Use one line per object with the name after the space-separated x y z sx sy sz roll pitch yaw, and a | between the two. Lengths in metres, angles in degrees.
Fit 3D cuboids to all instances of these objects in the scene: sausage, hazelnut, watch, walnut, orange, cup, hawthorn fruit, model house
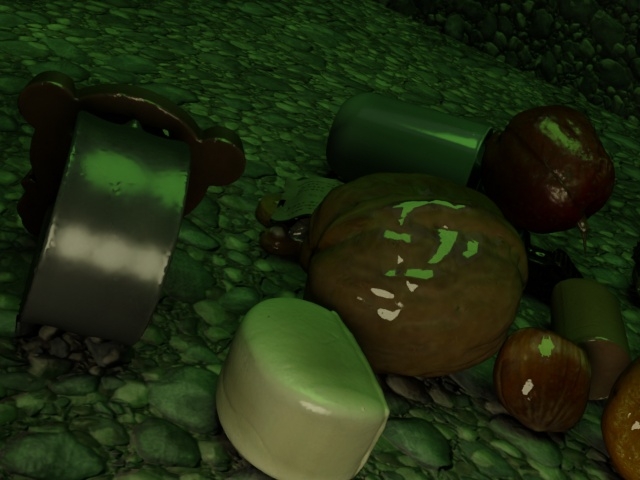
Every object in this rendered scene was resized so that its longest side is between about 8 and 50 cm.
0.448 0.155 1.624 0.123 0.123 0.253 20 26 3 | sausage
0.330 0.206 1.431 0.150 0.150 0.150 16 25 -8 | hazelnut
-0.287 -0.011 1.294 0.314 0.335 0.326 18 44 -17 | watch
0.143 0.051 1.436 0.344 0.306 0.306 5 27 -8 | walnut
0.533 0.260 1.368 0.183 0.249 0.249 16 20 -46 | orange
0.182 -0.182 2.008 0.312 0.205 0.205 20 25 15 | cup
0.445 -0.138 1.896 0.258 0.258 0.262 -7 27 -43 | hawthorn fruit
0.437 0.050 1.846 0.152 0.106 0.165 21 29 8 | model house

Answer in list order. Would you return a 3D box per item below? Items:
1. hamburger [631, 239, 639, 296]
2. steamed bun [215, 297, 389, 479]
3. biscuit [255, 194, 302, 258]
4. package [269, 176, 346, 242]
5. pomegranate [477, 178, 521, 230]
0.770 0.087 1.974 0.309 0.132 0.211 23 25 6 | hamburger
-0.038 0.182 1.201 0.164 0.146 0.241 9 28 -27 | steamed bun
0.000 0.000 1.715 0.216 0.047 0.339 1 31 -35 | biscuit
0.045 -0.038 1.702 0.251 0.062 0.204 20 26 -2 | package
0.429 -0.091 2.103 0.191 0.131 0.152 10 33 -44 | pomegranate
